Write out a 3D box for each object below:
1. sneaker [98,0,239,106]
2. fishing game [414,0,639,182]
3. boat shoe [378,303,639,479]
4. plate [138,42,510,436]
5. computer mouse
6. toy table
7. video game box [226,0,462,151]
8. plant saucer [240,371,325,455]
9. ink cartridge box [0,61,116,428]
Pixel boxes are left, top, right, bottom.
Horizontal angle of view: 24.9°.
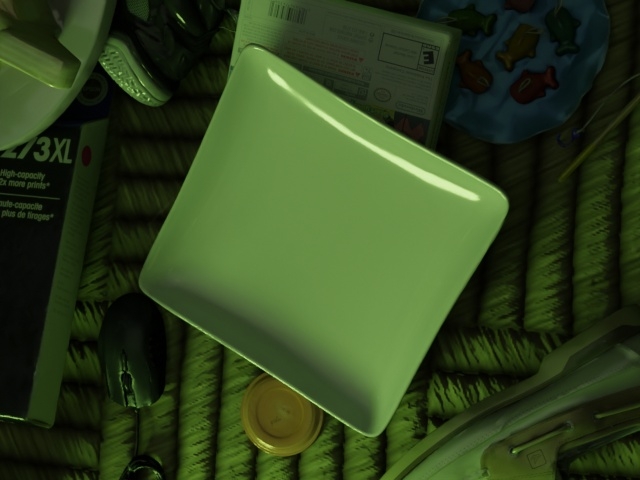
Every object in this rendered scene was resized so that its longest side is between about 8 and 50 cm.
[{"bbox_3d":[-0.182,-0.273,1.390,0.153,0.101,0.268,-36,85,13],"label":"sneaker"},{"bbox_3d":[0.166,-0.182,1.310,0.189,0.041,0.264,-42,76,12],"label":"fishing game"},{"bbox_3d":[0.178,0.181,1.262,0.302,0.113,0.103,-37,74,12],"label":"boat shoe"},{"bbox_3d":[0.000,0.000,1.321,0.278,0.045,0.277,32,114,11],"label":"plate"},{"bbox_3d":[-0.186,0.172,1.411,0.071,0.041,0.242,-1,89,16],"label":"computer mouse"},{"bbox_3d":[-0.301,-0.205,1.290,0.252,0.161,0.274,16,100,12],"label":"toy table"},{"bbox_3d":[0.012,-0.126,1.332,0.205,0.048,0.187,17,106,17],"label":"video game box"},{"bbox_3d":[-0.037,0.164,1.379,0.083,0.013,0.083,0,89,18],"label":"plant saucer"},{"bbox_3d":[-0.314,-0.013,1.403,0.176,0.069,0.370,5,75,17],"label":"ink cartridge box"}]
